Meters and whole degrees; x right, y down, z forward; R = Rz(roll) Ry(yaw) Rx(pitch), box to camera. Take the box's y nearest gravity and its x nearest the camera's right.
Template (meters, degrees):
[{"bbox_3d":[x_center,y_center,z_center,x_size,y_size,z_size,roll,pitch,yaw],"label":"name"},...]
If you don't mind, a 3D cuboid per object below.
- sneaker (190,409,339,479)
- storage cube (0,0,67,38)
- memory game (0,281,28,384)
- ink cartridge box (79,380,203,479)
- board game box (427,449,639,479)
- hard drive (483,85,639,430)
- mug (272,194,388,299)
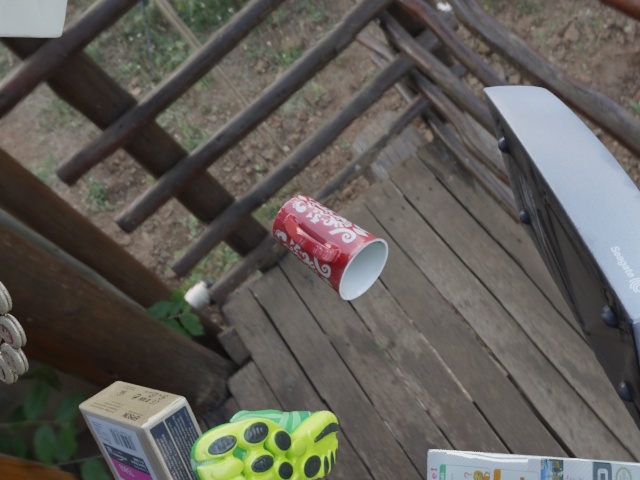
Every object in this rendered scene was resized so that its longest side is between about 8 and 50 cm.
[{"bbox_3d":[-0.079,0.273,0.934,0.123,0.295,0.109,-6,78,25],"label":"sneaker"},{"bbox_3d":[-0.314,-0.271,0.548,0.193,0.215,0.184,30,116,20],"label":"storage cube"},{"bbox_3d":[-0.357,0.066,0.747,0.186,0.186,0.012,22,36,30],"label":"memory game"},{"bbox_3d":[-0.270,0.339,1.184,0.088,0.193,0.234,-31,17,-38],"label":"ink cartridge box"},{"bbox_3d":[0.232,0.310,0.649,0.303,0.097,0.224,-11,65,45],"label":"board game box"},{"bbox_3d":[0.193,0.004,0.527,0.054,0.172,0.255,-22,40,8],"label":"hard drive"},{"bbox_3d":[0.007,-0.005,1.183,0.169,0.150,0.113,36,73,31],"label":"mug"}]
